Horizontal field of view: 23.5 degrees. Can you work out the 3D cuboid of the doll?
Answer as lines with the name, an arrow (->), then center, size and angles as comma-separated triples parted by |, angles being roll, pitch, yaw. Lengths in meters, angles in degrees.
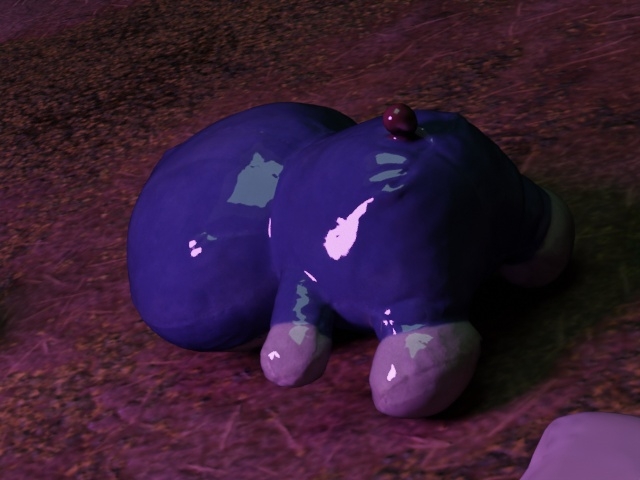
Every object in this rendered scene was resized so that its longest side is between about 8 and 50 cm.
doll -> 0.000, 0.000, 0.912 | 0.258, 0.154, 0.228 | -6, 30, 43

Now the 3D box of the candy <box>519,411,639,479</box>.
candy -> 0.168, 0.179, 0.309 | 0.359, 0.208, 0.145 | 11, 44, 48
